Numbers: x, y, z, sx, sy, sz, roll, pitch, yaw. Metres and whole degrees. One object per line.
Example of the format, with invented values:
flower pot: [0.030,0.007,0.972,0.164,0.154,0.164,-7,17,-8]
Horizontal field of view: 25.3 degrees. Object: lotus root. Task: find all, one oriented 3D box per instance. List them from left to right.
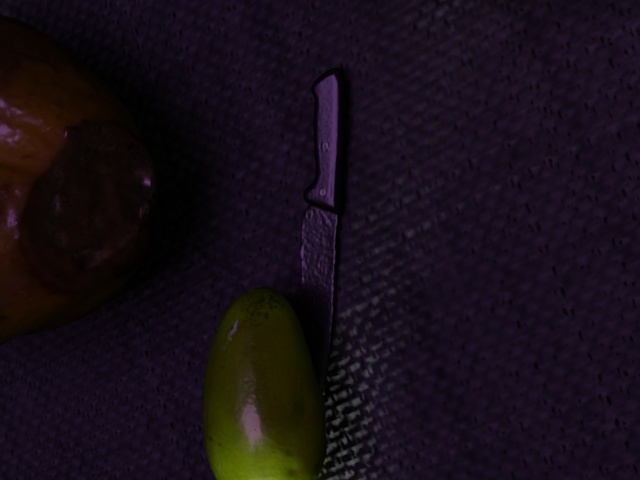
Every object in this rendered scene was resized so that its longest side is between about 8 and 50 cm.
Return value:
lotus root: [-0.180,-0.027,0.710,0.180,0.199,0.188,9,104,38]

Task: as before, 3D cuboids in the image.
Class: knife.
knife: [0.000,0.000,0.705,0.023,0.010,0.170,6,96,33]

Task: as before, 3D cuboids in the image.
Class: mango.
mango: [-0.029,0.076,0.694,0.073,0.056,0.108,176,95,-68]
